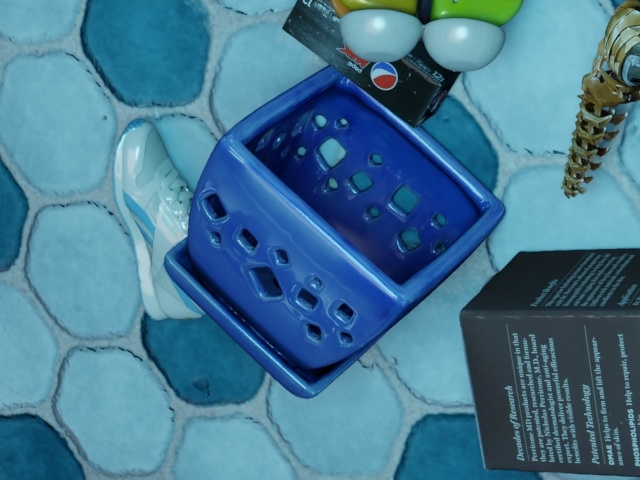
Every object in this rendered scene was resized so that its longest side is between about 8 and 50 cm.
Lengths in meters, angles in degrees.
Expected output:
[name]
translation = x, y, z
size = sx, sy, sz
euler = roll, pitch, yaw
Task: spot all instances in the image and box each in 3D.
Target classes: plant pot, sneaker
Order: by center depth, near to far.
[plant pot]
translation = 0.000, 0.000, 1.728
size = 0.236, 0.236, 0.212
euler = 43, 129, 6
[sneaker]
translation = -0.156, -0.024, 1.891
size = 0.092, 0.087, 0.229
euler = -4, 115, 22

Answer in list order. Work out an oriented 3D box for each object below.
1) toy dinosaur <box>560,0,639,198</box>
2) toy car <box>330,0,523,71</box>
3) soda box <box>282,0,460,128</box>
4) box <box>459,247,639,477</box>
[toy dinosaur]
translation = 0.327, -0.162, 1.561
size = 0.218, 0.164, 0.322
euler = 49, 144, 20
[toy car]
translation = 0.094, -0.231, 1.636
size = 0.182, 0.136, 0.159
euler = 6, 78, -3
[soda box]
translation = 0.049, -0.185, 1.726
size = 0.169, 0.053, 0.060
euler = 38, 123, 10
[box]
translation = 0.262, 0.111, 1.663
size = 0.203, 0.168, 0.167
euler = -2, 110, 29
